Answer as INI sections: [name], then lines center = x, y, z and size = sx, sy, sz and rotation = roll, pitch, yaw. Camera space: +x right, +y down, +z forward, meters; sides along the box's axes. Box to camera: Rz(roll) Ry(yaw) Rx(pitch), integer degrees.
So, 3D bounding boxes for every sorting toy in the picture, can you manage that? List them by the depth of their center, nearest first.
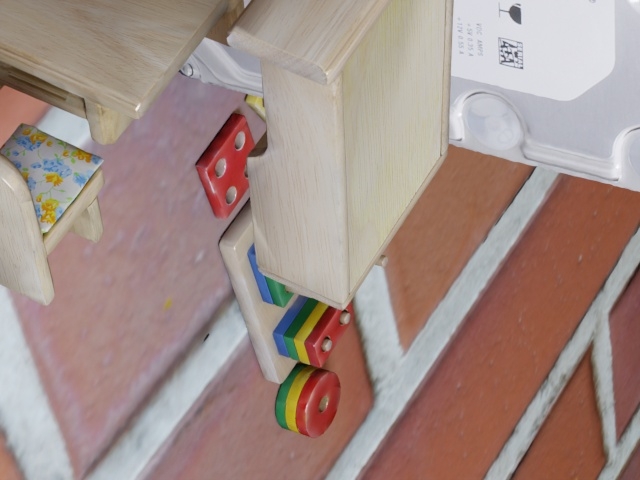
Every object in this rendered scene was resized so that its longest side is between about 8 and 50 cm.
[sorting toy]
center = 0.000, 0.000, 1.185
size = 0.132, 0.046, 0.275
rotation = -55, 146, -33

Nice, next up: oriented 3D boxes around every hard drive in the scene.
[hard drive]
center = 0.053, -0.156, 0.891
size = 0.064, 0.338, 0.237
rotation = -48, 143, -41

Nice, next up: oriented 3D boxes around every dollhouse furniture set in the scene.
[dollhouse furniture set]
center = -0.073, -0.097, 0.785
size = 0.212, 0.242, 0.161
rotation = -56, 160, -30
